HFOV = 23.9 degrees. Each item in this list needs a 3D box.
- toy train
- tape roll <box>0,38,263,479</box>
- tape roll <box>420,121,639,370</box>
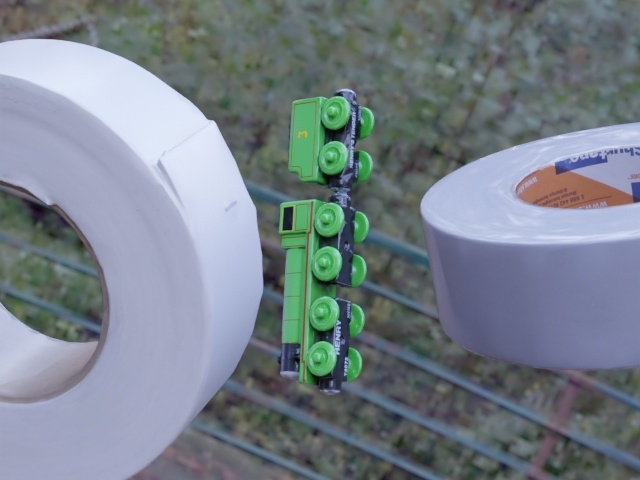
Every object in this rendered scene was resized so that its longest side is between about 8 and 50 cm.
[{"bbox_3d":[0.000,0.000,0.408,0.023,0.083,0.017,-4,-13,36],"label":"toy train"},{"bbox_3d":[-0.182,0.018,0.963,0.286,0.286,0.100,25,24,9],"label":"tape roll"},{"bbox_3d":[0.168,-0.003,0.848,0.219,0.072,0.219,-10,17,3],"label":"tape roll"}]
